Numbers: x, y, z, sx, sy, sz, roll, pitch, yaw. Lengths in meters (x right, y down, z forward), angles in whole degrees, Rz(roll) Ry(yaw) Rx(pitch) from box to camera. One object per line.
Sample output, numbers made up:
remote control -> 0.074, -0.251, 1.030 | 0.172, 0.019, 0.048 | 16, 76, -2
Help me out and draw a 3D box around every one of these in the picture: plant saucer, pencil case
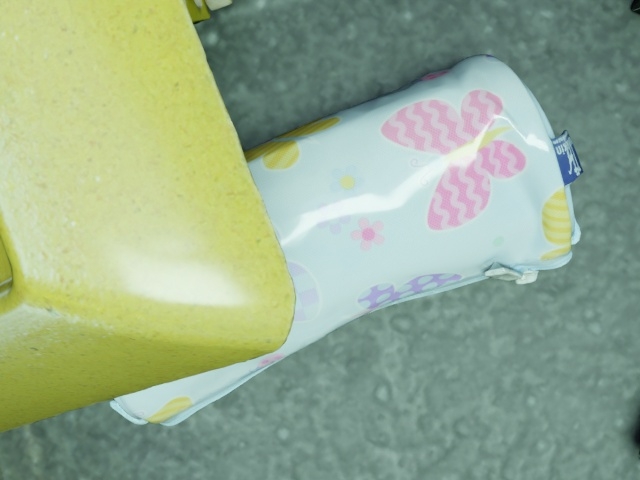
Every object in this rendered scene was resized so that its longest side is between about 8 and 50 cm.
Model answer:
plant saucer -> -0.187, -0.068, 0.525 | 0.081, 0.332, 0.333 | -20, 89, -42
pencil case -> 0.000, 0.000, 0.619 | 0.273, 0.113, 0.124 | -22, 109, 0

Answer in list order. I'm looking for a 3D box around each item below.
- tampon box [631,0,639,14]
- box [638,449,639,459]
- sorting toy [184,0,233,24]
tampon box -> 0.267, -0.184, 0.624 | 0.120, 0.101, 0.161 | 25, 89, 0
box -> 0.301, 0.055, 0.595 | 0.183, 0.059, 0.233 | 27, 91, 38
sorting toy -> -0.088, -0.192, 0.586 | 0.046, 0.275, 0.132 | -19, 123, 15
